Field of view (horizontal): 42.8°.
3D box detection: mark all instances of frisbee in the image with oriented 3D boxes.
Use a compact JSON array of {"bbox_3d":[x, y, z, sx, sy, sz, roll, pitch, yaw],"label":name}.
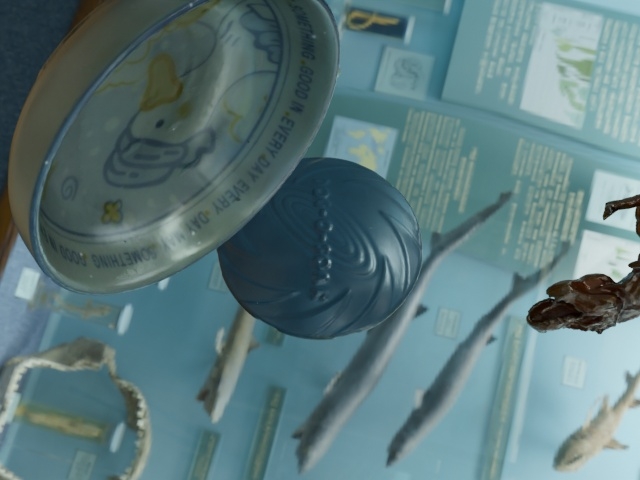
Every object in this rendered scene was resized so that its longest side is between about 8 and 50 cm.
[{"bbox_3d":[0.000,-0.003,1.128,0.049,0.290,0.289,96,9,-62],"label":"frisbee"}]

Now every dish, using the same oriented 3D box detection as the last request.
[{"bbox_3d":[-0.127,-0.102,0.601,0.273,0.134,0.273,-41,159,-19],"label":"dish"}]

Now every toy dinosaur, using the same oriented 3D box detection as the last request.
[{"bbox_3d":[0.358,-0.052,0.651,0.097,0.432,0.208,61,-3,35],"label":"toy dinosaur"}]

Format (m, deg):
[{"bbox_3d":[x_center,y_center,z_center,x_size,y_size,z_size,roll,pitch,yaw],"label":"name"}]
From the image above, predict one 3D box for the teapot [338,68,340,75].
[{"bbox_3d":[-0.023,-0.152,0.840,0.057,0.067,0.083,-70,-179,-62],"label":"teapot"}]
